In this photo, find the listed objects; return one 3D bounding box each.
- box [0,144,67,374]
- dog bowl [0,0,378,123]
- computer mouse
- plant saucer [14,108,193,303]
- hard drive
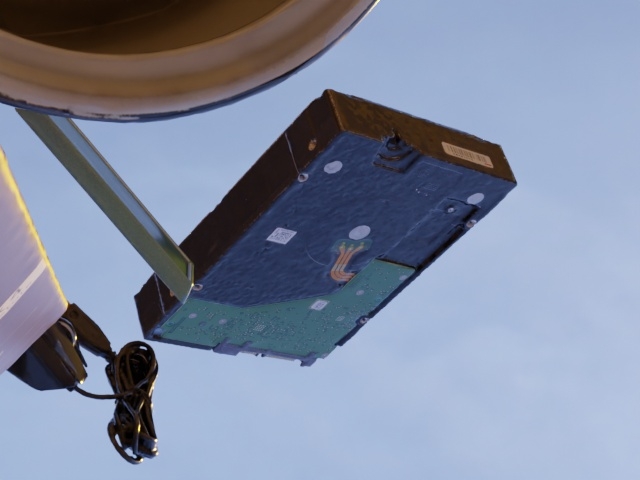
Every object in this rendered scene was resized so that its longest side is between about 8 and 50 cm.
[{"bbox_3d":[-0.208,0.023,0.526,0.191,0.143,0.381,-47,177,-11],"label":"box"},{"bbox_3d":[-0.128,-0.272,0.777,0.408,0.408,0.150,-23,-159,-24],"label":"dog bowl"},{"bbox_3d":[-0.216,0.051,1.111,0.060,0.262,0.184,-50,-166,9],"label":"computer mouse"},{"bbox_3d":[-0.158,-0.036,1.103,0.018,0.192,0.067,-36,-165,7],"label":"plant saucer"},{"bbox_3d":[0.000,0.000,1.456,0.237,0.339,0.064,13,-136,-38],"label":"hard drive"}]
